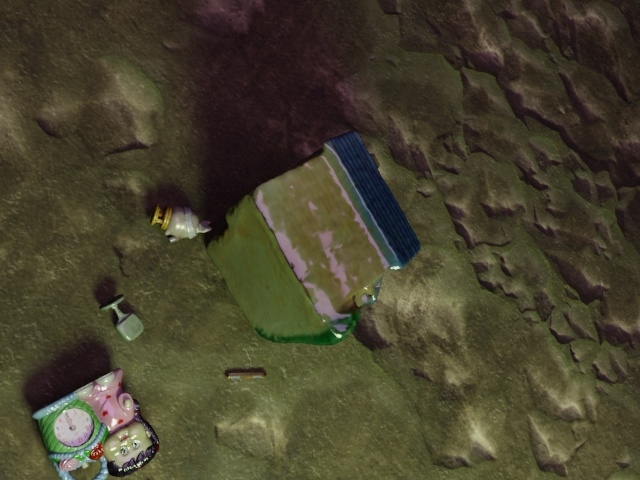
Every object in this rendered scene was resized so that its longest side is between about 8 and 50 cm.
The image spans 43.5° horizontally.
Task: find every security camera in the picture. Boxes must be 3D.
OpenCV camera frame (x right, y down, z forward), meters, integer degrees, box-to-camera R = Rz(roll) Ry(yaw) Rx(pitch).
[{"bbox_3d":[-0.399,0.159,1.617,0.058,0.058,0.092,-34,106,-29],"label":"security camera"}]

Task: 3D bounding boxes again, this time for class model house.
[{"bbox_3d":[0.000,0.000,1.667,0.342,0.382,0.335,-33,95,-28],"label":"model house"}]

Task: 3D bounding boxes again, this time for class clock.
[{"bbox_3d":[-0.422,0.368,1.524,0.194,0.100,0.196,-29,90,-26],"label":"clock"}]

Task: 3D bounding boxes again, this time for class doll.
[{"bbox_3d":[-0.297,-0.030,1.704,0.127,0.073,0.084,16,104,-19],"label":"doll"}]

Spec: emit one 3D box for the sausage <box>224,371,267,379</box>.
[{"bbox_3d":[-0.159,0.290,1.724,0.100,0.015,0.015,2,77,-27],"label":"sausage"}]
